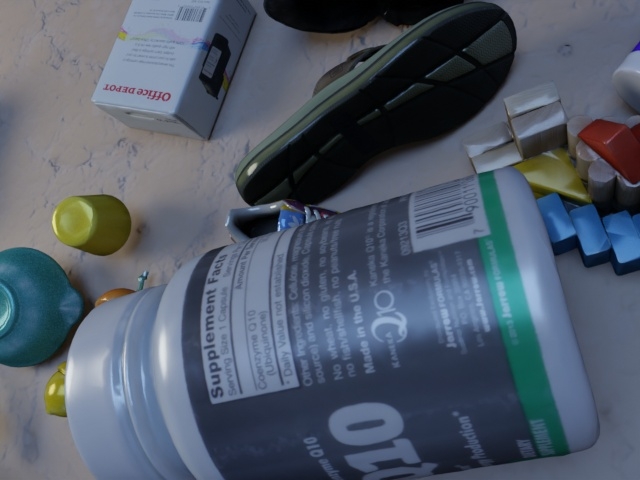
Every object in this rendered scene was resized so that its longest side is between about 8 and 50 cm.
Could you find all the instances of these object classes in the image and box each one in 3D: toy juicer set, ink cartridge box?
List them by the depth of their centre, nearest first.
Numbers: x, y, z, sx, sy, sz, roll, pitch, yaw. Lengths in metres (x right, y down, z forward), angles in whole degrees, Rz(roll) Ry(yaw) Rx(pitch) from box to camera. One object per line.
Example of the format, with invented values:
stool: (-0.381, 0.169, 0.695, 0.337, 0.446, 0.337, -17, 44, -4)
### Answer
toy juicer set: (-0.323, 0.107, 0.705, 0.329, 0.089, 0.209, -30, 82, 8)
ink cartridge box: (-0.170, -0.215, 0.743, 0.127, 0.072, 0.175, 14, 79, 25)

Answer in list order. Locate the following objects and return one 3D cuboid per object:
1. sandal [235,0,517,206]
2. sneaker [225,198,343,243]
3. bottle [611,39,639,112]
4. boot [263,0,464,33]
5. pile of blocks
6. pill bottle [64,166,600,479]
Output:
sandal: (0.041, -0.136, 0.612, 0.303, 0.120, 0.086, -29, 51, 12)
sneaker: (0.000, 0.000, 0.597, 0.186, 0.084, 0.069, 1, 73, 23)
bottle: (0.357, -0.222, 0.517, 0.283, 0.092, 0.118, -48, 63, 2)
boot: (-0.023, -0.435, 0.730, 0.367, 0.146, 0.445, -7, 75, 22)
pile of blocks: (0.269, -0.026, 0.479, 0.362, 0.112, 0.149, 17, 80, 27)
pill bottle: (0.004, 0.087, 0.500, 0.361, 0.204, 0.204, -16, 68, 17)
